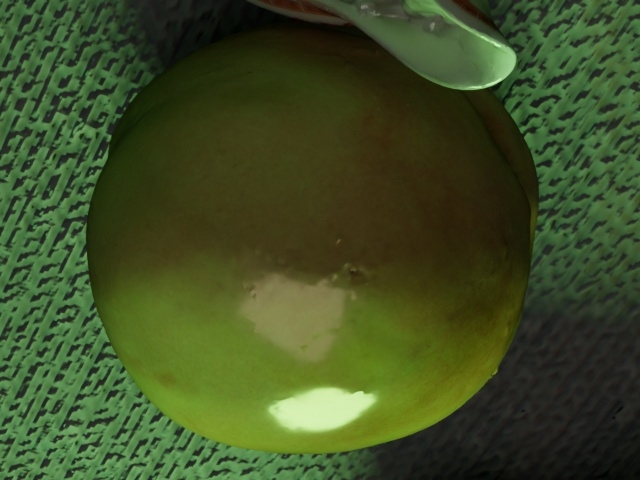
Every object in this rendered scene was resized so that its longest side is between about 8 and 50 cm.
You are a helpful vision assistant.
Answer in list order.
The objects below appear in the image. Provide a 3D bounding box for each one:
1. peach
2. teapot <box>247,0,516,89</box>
[{"bbox_3d":[0.000,0.000,0.636,0.184,0.184,0.184,2,124,3],"label":"peach"},{"bbox_3d":[-0.023,-0.153,0.569,0.246,0.116,0.159,25,163,8],"label":"teapot"}]
